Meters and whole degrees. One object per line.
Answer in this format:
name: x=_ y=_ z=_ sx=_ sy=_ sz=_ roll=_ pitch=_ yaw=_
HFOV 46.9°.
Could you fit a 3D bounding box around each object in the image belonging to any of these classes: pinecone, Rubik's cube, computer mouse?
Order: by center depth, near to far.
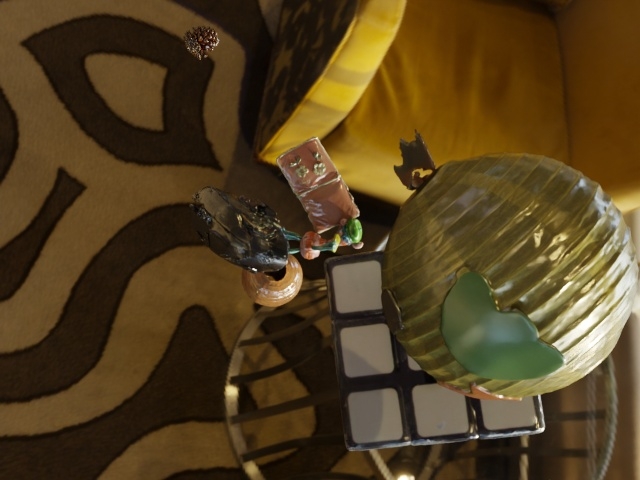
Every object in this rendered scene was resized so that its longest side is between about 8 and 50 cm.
Rubik's cube: x=0.184 y=0.172 z=1.232 sx=0.300 sy=0.305 sz=0.304 roll=-7 pitch=82 yaw=6
computer mouse: x=-0.164 y=-0.018 z=1.430 sx=0.241 sy=0.147 sz=0.077 roll=32 pitch=19 yaw=18
pinecone: x=-0.281 y=-0.473 z=1.745 sx=0.083 sy=0.077 sz=0.077 roll=-42 pitch=96 yaw=-20

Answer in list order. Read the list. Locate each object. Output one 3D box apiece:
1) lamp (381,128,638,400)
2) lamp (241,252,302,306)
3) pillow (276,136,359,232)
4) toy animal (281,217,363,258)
lamp: x=0.163 y=0.014 z=0.719 sx=0.284 sy=0.250 sz=0.250 roll=50 pitch=57 yaw=-1
lamp: x=-0.108 y=0.081 z=1.639 sx=0.136 sy=0.136 sz=0.136 roll=10 pitch=68 yaw=-26
pillow: x=-0.005 y=-0.137 z=1.846 sx=0.233 sy=0.126 sz=0.043 roll=60 pitch=13 yaw=-13
toy animal: x=0.000 y=0.000 z=1.845 sx=0.208 sy=0.103 sz=0.100 roll=-4 pitch=107 yaw=10
